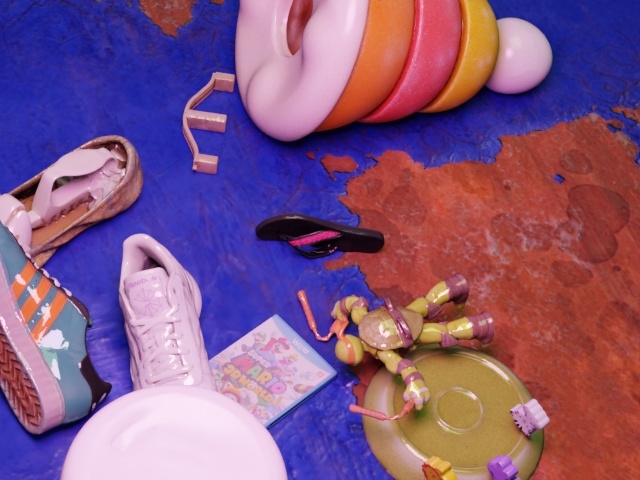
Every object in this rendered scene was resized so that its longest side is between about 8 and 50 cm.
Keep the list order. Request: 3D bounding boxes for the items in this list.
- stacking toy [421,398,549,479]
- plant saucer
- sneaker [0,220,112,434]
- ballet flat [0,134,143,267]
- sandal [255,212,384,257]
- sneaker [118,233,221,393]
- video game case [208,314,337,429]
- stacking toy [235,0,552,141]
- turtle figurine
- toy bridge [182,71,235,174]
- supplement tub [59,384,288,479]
[{"bbox_3d":[0.247,0.322,1.749,0.167,0.052,0.221,-30,85,-27],"label":"stacking toy"},{"bbox_3d":[0.174,0.224,1.839,0.241,0.037,0.241,6,52,-8],"label":"plant saucer"},{"bbox_3d":[-0.360,0.085,1.776,0.121,0.108,0.302,-18,81,-41],"label":"sneaker"},{"bbox_3d":[-0.375,-0.036,1.883,0.123,0.123,0.348,41,56,20],"label":"ballet flat"},{"bbox_3d":[0.000,0.000,1.964,0.179,0.067,0.040,9,62,-8],"label":"sandal"},{"bbox_3d":[-0.202,0.127,1.760,0.114,0.152,0.305,-19,51,3],"label":"sneaker"},{"bbox_3d":[-0.078,0.177,1.839,0.166,0.015,0.119,-34,65,-31],"label":"video game case"},{"bbox_3d":[0.143,-0.289,2.120,0.480,0.350,0.350,8,49,-28],"label":"stacking toy"},{"bbox_3d":[0.098,0.108,1.848,0.217,0.087,0.269,-19,39,-19],"label":"turtle figurine"},{"bbox_3d":[-0.168,-0.173,2.089,0.063,0.026,0.188,9,51,-1],"label":"toy bridge"},{"bbox_3d":[-0.162,0.323,1.512,0.228,0.316,0.228,5,51,-7],"label":"supplement tub"}]
